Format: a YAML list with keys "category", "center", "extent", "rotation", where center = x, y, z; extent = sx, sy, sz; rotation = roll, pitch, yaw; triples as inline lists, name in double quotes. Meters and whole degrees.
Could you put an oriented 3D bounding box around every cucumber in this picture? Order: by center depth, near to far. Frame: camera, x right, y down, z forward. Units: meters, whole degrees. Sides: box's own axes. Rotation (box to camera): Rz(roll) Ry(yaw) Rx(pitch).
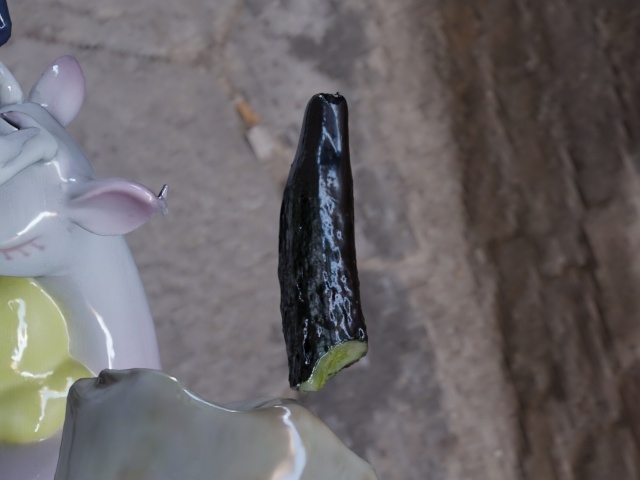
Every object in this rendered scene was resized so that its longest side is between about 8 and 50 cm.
- category: "cucumber"
  center: [-0.002, 0.000, 0.809]
  extent: [0.034, 0.033, 0.135]
  rotation: [3, 59, -17]

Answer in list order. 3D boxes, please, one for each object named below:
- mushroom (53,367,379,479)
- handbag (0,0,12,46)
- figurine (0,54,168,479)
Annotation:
- category: "mushroom"
  center: [-0.078, 0.182, 0.636]
  extent: [0.297, 0.297, 0.290]
  rotation: [45, 34, -20]
- category: "handbag"
  center: [-0.156, -0.173, 0.577]
  extent: [0.118, 0.325, 0.269]
  rotation: [-12, 68, -17]
- category: "figurine"
  center: [-0.204, 0.026, 1.016]
  extent: [0.284, 0.206, 0.315]
  rotation: [-8, 108, -23]
